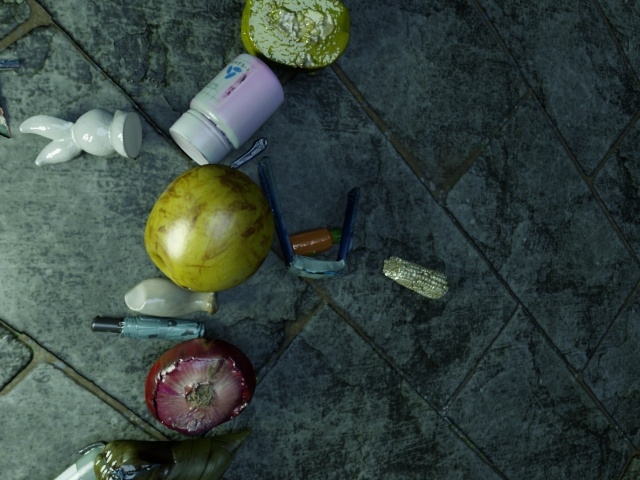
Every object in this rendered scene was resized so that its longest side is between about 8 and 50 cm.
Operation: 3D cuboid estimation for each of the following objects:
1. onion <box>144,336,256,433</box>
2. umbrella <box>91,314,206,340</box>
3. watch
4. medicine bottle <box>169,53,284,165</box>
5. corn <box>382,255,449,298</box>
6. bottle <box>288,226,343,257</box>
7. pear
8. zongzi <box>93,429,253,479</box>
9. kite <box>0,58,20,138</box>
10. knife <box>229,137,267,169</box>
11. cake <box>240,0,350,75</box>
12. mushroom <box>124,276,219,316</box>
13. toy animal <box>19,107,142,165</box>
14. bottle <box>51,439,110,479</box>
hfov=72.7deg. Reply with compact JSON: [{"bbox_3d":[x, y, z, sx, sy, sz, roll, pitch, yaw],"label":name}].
[{"bbox_3d":[-0.275,0.332,1.013,0.247,0.161,0.248,-1,93,-12],"label":"onion"},{"bbox_3d":[-0.394,0.205,1.012,0.250,0.053,0.052,9,90,-24],"label":"umbrella"},{"bbox_3d":[-0.044,-0.051,1.087,0.276,0.068,0.275,15,71,-14],"label":"watch"},{"bbox_3d":[-0.216,-0.297,1.012,0.152,0.152,0.254,46,76,-18],"label":"medicine bottle"},{"bbox_3d":[0.285,0.109,1.280,0.210,0.087,0.087,23,84,-24],"label":"corn"},{"bbox_3d":[0.000,0.000,1.161,0.186,0.069,0.069,-15,98,-20],"label":"bottle"},{"bbox_3d":[-0.237,-0.022,0.952,0.280,0.280,0.281,-1,93,-23],"label":"pear"},{"bbox_3d":[-0.316,0.491,1.003,0.300,0.138,0.286,-40,126,-25],"label":"zongzi"},{"bbox_3d":[-0.735,-0.353,0.864,0.233,0.016,0.321,-14,97,-20],"label":"kite"},{"bbox_3d":[-0.182,-0.219,1.101,0.121,0.018,0.031,-41,114,-16],"label":"knife"},{"bbox_3d":[-0.061,-0.510,1.066,0.260,0.156,0.179,8,105,-18],"label":"cake"},{"bbox_3d":[-0.338,0.134,1.009,0.212,0.097,0.088,9,78,-23],"label":"mushroom"},{"bbox_3d":[-0.502,-0.229,0.938,0.220,0.131,0.104,0,128,2],"label":"toy animal"},{"bbox_3d":[-0.563,0.546,0.945,0.253,0.079,0.096,-37,93,-16],"label":"bottle"}]
